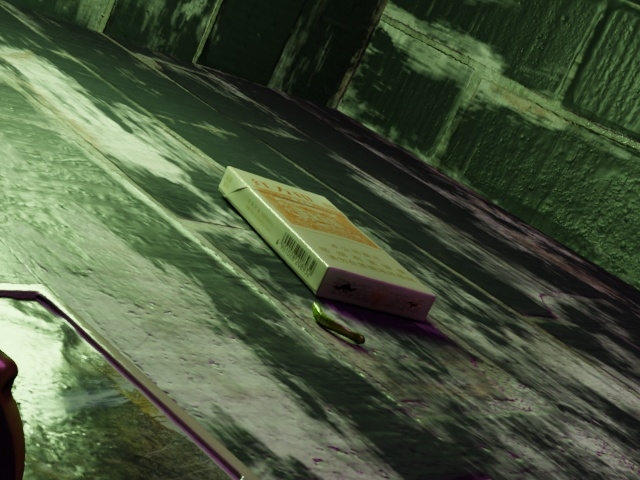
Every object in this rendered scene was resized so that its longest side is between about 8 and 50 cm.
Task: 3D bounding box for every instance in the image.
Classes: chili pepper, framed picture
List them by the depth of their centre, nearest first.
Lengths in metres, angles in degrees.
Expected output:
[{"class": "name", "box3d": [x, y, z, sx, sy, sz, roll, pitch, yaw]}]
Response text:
[{"class": "framed picture", "box3d": [-0.217, 0.118, 0.780, 0.324, 0.020, 0.240, 34, 15, 33]}, {"class": "chili pepper", "box3d": [0.019, 0.105, 1.261, 0.083, 0.017, 0.030, 32, 14, 14]}]

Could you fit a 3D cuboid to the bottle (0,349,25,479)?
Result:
[{"class": "bottle", "box3d": [-0.243, 0.125, 0.398, 0.171, 0.172, 0.351, 28, 12, 9]}]

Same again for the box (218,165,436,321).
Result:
[{"class": "box", "box3d": [0.000, -0.001, 1.550, 0.204, 0.051, 0.365, 16, 17, -35]}]
